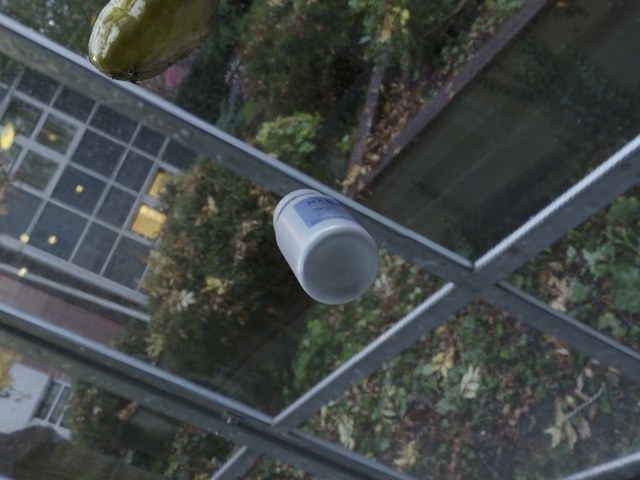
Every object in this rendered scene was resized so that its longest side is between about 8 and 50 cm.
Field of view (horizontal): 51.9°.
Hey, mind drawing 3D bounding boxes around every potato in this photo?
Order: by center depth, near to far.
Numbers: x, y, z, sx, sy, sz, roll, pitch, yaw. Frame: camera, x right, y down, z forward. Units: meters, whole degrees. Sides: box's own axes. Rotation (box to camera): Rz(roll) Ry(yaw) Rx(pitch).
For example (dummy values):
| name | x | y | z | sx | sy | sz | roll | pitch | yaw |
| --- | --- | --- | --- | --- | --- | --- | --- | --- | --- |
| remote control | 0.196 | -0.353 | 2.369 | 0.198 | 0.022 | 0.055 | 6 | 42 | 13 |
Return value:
| name | x | y | z | sx | sy | sz | roll | pitch | yaw |
| --- | --- | --- | --- | --- | --- | --- | --- | --- | --- |
| potato | -0.260 | -0.381 | 1.086 | 0.300 | 0.173 | 0.140 | -44 | 63 | 25 |

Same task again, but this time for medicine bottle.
| name | x | y | z | sx | sy | sz | roll | pitch | yaw |
| --- | --- | --- | --- | --- | --- | --- | --- | --- | --- |
| medicine bottle | 0.000 | 0.000 | 0.847 | 0.103 | 0.102 | 0.187 | -61 | 23 | 11 |
